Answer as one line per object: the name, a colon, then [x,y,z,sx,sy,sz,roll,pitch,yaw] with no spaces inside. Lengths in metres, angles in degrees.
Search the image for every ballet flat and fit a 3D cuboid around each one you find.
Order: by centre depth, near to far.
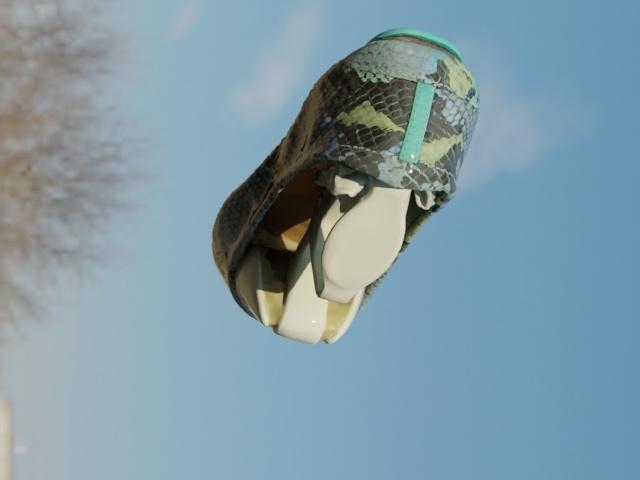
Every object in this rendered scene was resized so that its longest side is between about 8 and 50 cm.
ballet flat: [0.000,0.000,0.584,0.188,0.070,0.070,117,-31,-58]
